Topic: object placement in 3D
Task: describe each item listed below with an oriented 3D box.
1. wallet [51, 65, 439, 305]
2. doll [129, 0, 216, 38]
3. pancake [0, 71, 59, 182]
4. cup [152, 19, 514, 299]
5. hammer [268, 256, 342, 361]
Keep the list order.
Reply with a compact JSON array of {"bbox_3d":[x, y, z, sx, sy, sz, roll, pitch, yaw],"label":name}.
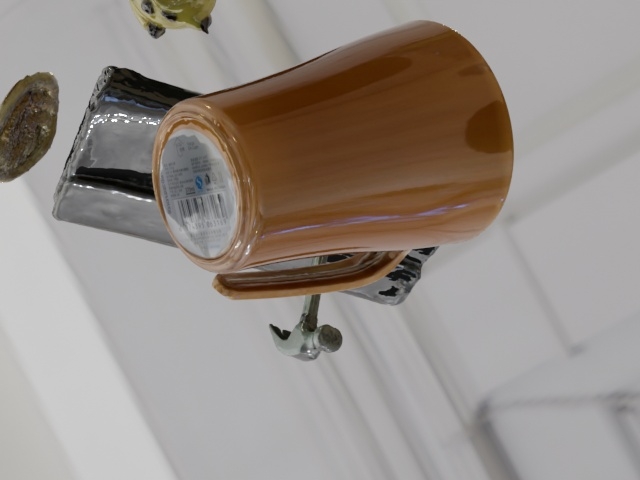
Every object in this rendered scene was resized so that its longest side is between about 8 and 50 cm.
[{"bbox_3d":[-0.066,-0.048,1.974,0.406,0.228,0.062,16,-134,-13],"label":"wallet"},{"bbox_3d":[-0.225,-0.310,2.054,0.291,0.117,0.086,29,-173,27],"label":"doll"},{"bbox_3d":[-0.332,-0.125,2.063,0.022,0.139,0.139,29,-161,21],"label":"pancake"},{"bbox_3d":[0.006,-0.047,1.440,0.264,0.226,0.182,-15,-136,-36],"label":"cup"},{"bbox_3d":[0.000,0.000,1.826,0.029,0.103,0.246,21,-113,-28],"label":"hammer"}]
